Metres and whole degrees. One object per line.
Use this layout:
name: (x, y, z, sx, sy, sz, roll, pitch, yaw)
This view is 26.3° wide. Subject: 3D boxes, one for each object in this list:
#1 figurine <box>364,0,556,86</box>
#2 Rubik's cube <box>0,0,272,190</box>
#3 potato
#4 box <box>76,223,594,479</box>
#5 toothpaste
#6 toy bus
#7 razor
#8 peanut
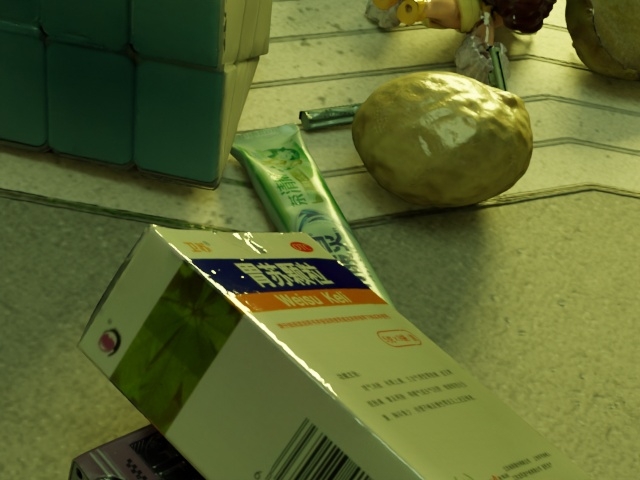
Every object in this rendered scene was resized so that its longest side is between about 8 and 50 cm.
figurine: (0.147, -0.245, 1.376, 0.240, 0.116, 0.175, -27, 57, -37)
Rubik's cube: (-0.165, -0.211, 1.151, 0.224, 0.231, 0.221, 11, 43, 3)
potato: (0.309, -0.201, 1.425, 0.172, 0.089, 0.100, 44, 63, -16)
box: (0.016, 0.118, 0.901, 0.299, 0.106, 0.200, 42, 19, 24)
toothpaste: (0.000, 0.000, 1.127, 0.075, 0.048, 0.297, -13, 46, -19)
toy bus: (-0.079, 0.201, 0.853, 0.098, 0.087, 0.178, -24, 56, -37)
razor: (0.080, -0.127, 1.289, 0.211, 0.036, 0.084, -10, 88, -16)
peanut: (0.112, -0.091, 1.206, 0.159, 0.109, 0.140, -17, 61, -28)
